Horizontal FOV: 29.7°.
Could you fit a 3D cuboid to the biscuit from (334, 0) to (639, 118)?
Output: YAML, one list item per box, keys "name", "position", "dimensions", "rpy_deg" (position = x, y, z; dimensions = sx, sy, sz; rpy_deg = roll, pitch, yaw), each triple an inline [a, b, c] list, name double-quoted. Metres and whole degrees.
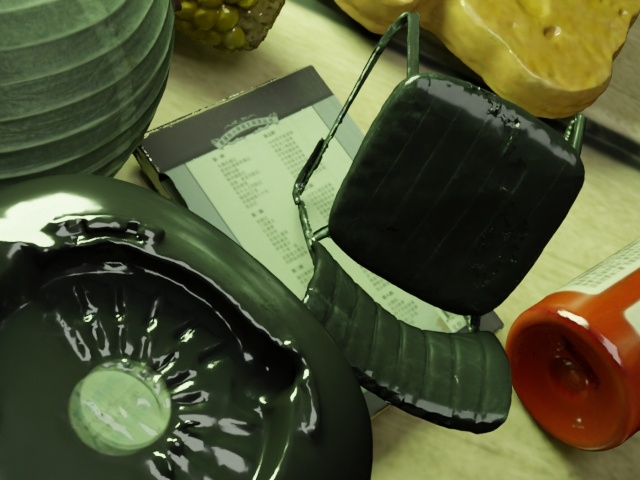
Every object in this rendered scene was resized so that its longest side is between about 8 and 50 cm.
- name: "biscuit"
  position: [0.121, -0.256, 0.974]
  dimensions: [0.312, 0.057, 0.351]
  rpy_deg: [11, 57, -18]

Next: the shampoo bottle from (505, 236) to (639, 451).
- name: "shampoo bottle"
  position: [0.255, 0.037, 0.838]
  dimensions: [0.278, 0.104, 0.104]
  rpy_deg: [-27, 76, -33]

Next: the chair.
- name: "chair"
  position: [0.069, -0.015, 0.679]
  dimensions: [0.140, 0.145, 0.221]
  rpy_deg: [29, 21, -8]

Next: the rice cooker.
- name: "rice cooker"
  position: [-0.118, 0.108, 0.553]
  dimensions: [0.267, 0.224, 0.267]
  rpy_deg: [11, 58, -17]

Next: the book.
- name: "book"
  position: [0.000, 0.000, 0.795]
  dimensions: [0.157, 0.026, 0.231]
  rpy_deg: [-28, 77, -37]

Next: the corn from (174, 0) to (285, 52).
- name: "corn"
  position: [-0.164, -0.232, 0.793]
  dimensions: [0.322, 0.119, 0.119]
  rpy_deg: [26, 55, -10]

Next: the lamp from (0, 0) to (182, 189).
- name: "lamp"
  position: [-0.196, -0.112, 0.642]
  dimensions: [0.265, 0.233, 0.233]
  rpy_deg: [-4, 64, -32]
